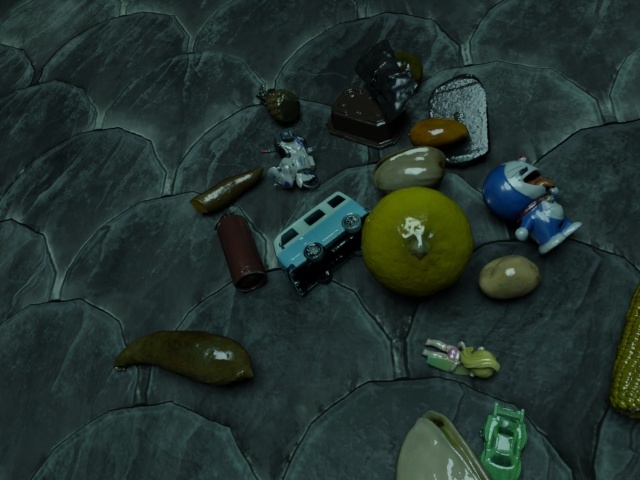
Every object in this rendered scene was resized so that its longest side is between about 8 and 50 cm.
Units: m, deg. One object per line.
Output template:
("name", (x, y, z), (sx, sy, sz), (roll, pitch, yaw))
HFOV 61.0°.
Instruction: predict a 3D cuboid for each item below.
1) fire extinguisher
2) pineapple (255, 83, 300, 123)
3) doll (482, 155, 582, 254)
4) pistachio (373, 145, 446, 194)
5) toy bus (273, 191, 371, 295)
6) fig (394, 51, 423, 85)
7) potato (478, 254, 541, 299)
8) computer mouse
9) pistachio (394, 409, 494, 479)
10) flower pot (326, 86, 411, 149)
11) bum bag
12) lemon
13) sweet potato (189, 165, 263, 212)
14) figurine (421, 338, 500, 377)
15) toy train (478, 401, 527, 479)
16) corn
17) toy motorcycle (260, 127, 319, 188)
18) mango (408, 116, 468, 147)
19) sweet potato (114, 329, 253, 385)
("fire extinguisher", (-0.235, 0.013, 1.531), (0.105, 0.104, 0.269), (-24, 57, -1))
("pineapple", (-0.150, -0.457, 1.793), (0.108, 0.108, 0.198), (-42, 47, -12))
("doll", (0.525, -0.091, 1.363), (0.215, 0.161, 0.257), (-26, 65, -36))
("pistachio", (0.248, -0.192, 1.510), (0.206, 0.131, 0.129), (-9, 17, 8))
("toy bus", (0.000, 0.000, 1.456), (0.271, 0.133, 0.165), (-37, 53, -12))
("fig", (0.253, -0.557, 1.730), (0.133, 0.126, 0.184), (-18, 60, 20))
("potato", (0.453, 0.090, 1.305), (0.147, 0.112, 0.112), (-19, 57, 10))
("computer mouse", (0.408, -0.345, 1.587), (0.168, 0.087, 0.295), (-8, 74, 24))
("pistachio", (0.248, 0.498, 1.045), (0.208, 0.226, 0.331), (0, 59, -31))
("flower pot", (0.142, -0.395, 1.683), (0.251, 0.084, 0.178), (23, 68, 24))
("bum bag", (0.195, -0.487, 1.620), (0.137, 0.074, 0.310), (-42, 53, 25))
("lemon", (0.231, 0.003, 1.311), (0.293, 0.293, 0.293), (-6, 59, 10))
("sweet potato", (-0.276, -0.151, 1.652), (0.244, 0.077, 0.077), (-29, 57, -15))
("figurine", (0.322, 0.270, 1.252), (0.187, 0.083, 0.083), (14, 64, 32))
("toy train", (0.381, 0.426, 1.134), (0.099, 0.081, 0.149), (11, 63, 19))
("corn", (0.706, 0.208, 1.162), (0.120, 0.120, 0.363), (23, 66, 25))
("toy motorcycle", (-0.095, -0.242, 1.648), (0.150, 0.102, 0.221), (-8, 59, -15))
("mango", (0.325, -0.302, 1.512), (0.159, 0.084, 0.105), (-12, 14, 23))
("sweet potato", (-0.353, 0.292, 1.380), (0.423, 0.130, 0.130), (0, 60, 22))
